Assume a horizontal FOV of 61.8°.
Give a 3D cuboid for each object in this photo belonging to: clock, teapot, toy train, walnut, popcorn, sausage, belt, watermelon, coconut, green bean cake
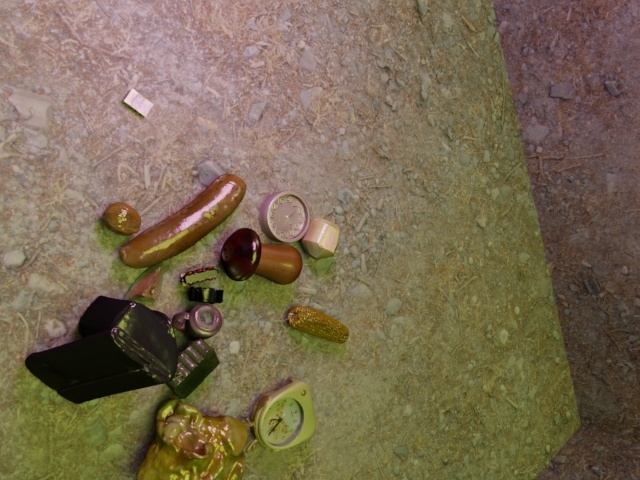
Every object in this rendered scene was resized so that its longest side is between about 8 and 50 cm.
[{"bbox_3d":[-0.135,-0.090,2.051,0.196,0.068,0.197,-2,93,-36],"label":"clock"},{"bbox_3d":[-0.421,0.292,1.811,0.148,0.146,0.116,-13,70,-39],"label":"teapot"},{"bbox_3d":[-0.421,0.122,1.842,0.138,0.087,0.050,-14,92,-32],"label":"toy train"},{"bbox_3d":[-0.622,-0.065,1.681,0.124,0.105,0.105,32,74,-33],"label":"walnut"},{"bbox_3d":[-0.167,0.682,2.039,0.308,0.096,0.235,-16,102,-34],"label":"clock"},{"bbox_3d":[-0.420,0.713,1.784,0.334,0.293,0.292,32,30,-35],"label":"popcorn"},{"bbox_3d":[-0.440,-0.059,1.798,0.501,0.123,0.136,-42,112,-27],"label":"sausage"},{"bbox_3d":[-0.395,0.191,1.847,0.140,0.105,0.058,15,78,-61],"label":"belt"},{"bbox_3d":[-0.557,0.146,1.759,0.101,0.080,0.155,41,53,-39],"label":"watermelon"},{"bbox_3d":[0.000,0.000,2.110,0.147,0.147,0.153,31,72,-33],"label":"coconut"},{"bbox_3d":[-0.434,0.426,1.785,0.094,0.185,0.183,41,68,13],"label":"green bean cake"}]

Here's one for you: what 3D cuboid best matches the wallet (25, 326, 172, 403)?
[{"bbox_3d":[-0.636,0.364,1.513,0.228,0.406,0.062,54,34,-28],"label":"wallet"}]

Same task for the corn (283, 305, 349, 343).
[{"bbox_3d":[-0.006,0.336,2.140,0.310,0.101,0.102,24,78,-32],"label":"corn"}]

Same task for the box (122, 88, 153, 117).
[{"bbox_3d":[-0.592,-0.445,1.734,0.083,0.024,0.054,37,72,-31],"label":"box"}]

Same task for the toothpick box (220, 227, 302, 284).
[{"bbox_3d":[-0.215,0.068,1.931,0.294,0.192,0.192,17,82,-40],"label":"toothpick box"}]

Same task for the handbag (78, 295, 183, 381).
[{"bbox_3d":[-0.555,0.287,1.627,0.275,0.301,0.178,46,60,-30],"label":"handbag"}]
